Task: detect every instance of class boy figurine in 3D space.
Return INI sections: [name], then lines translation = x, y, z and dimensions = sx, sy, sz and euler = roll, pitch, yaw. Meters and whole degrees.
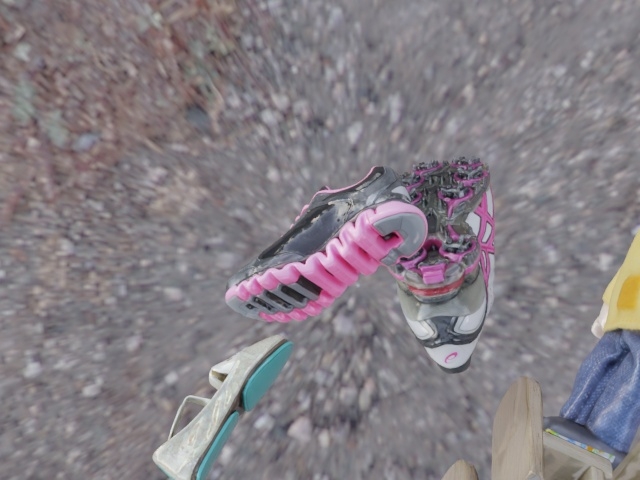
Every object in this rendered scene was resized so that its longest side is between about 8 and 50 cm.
[boy figurine]
translation = 0.248, 0.036, 1.185
dimensions = 0.092, 0.177, 0.285
euler = 26, 86, -5

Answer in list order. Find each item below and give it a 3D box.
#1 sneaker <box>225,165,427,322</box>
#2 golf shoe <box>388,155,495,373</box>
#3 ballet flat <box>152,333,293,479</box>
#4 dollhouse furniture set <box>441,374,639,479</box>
[sneaker]
translation = 0.000, 0.000, 0.857
dimensions = 0.119, 0.047, 0.057
euler = -28, 49, 16
[golf shoe]
translation = 0.076, 0.010, 1.015
dimensions = 0.067, 0.186, 0.086
euler = -6, 117, 13
[ballet flat]
translation = -0.085, 0.135, 1.381
dimensions = 0.052, 0.057, 0.168
euler = 27, 57, 15
[dollhouse furniture set]
translation = 0.162, 0.195, 0.974
dimensions = 0.212, 0.161, 0.242
euler = 25, 124, -10
